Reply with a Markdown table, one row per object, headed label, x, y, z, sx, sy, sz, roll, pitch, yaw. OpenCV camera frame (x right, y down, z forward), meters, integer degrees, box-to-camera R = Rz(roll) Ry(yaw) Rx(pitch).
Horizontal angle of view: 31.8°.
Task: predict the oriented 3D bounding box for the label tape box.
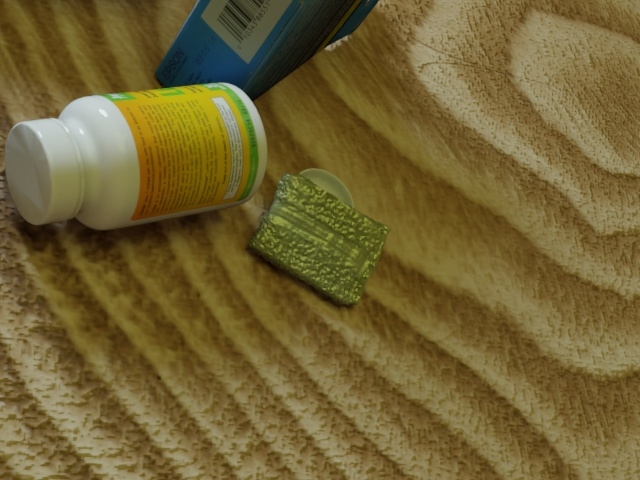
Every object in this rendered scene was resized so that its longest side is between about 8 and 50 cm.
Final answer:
| label | x | y | z | sx | sy | sz | roll | pitch | yaw |
| --- | --- | --- | --- | --- | --- | --- | --- | --- | --- |
| label tape box | -0.021 | -0.299 | 1.339 | 0.106 | 0.240 | 0.334 | 45 | 46 | 1 |

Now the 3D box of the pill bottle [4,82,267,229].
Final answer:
| label | x | y | z | sx | sy | sz | roll | pitch | yaw |
| --- | --- | --- | --- | --- | --- | --- | --- | --- | --- |
| pill bottle | -0.188 | -0.085 | 1.153 | 0.246 | 0.136 | 0.136 | -13 | 69 | -39 |

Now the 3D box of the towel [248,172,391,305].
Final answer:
| label | x | y | z | sx | sy | sz | roll | pitch | yaw |
| --- | --- | --- | --- | --- | --- | --- | --- | --- | --- |
| towel | 0.000 | 0.000 | 1.277 | 0.148 | 0.027 | 0.110 | 30 | 77 | -15 |

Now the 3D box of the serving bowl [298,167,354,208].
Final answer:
| label | x | y | z | sx | sy | sz | roll | pitch | yaw |
| --- | --- | --- | --- | --- | --- | --- | --- | --- | --- |
| serving bowl | -0.002 | -0.043 | 1.328 | 0.083 | 0.027 | 0.083 | 17 | 52 | -24 |
